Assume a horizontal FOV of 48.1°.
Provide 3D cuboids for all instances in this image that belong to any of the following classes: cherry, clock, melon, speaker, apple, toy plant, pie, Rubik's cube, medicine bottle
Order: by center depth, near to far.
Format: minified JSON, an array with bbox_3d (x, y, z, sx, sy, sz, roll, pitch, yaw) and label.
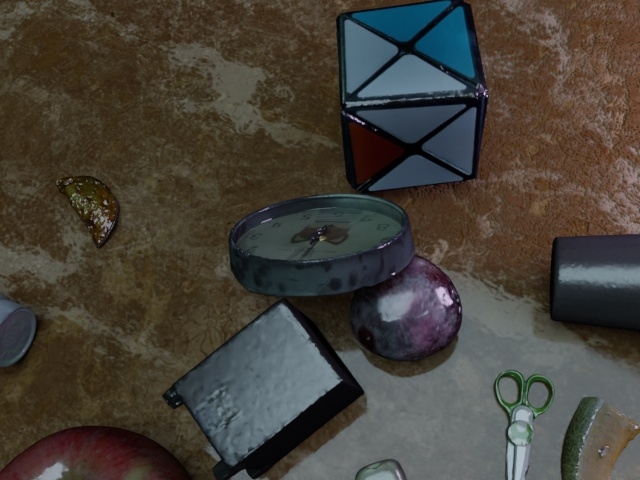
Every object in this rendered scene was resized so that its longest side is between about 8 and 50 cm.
[{"bbox_3d":[-0.361,0.469,1.164,0.345,0.269,0.344,-5,49,6],"label":"apple"},{"bbox_3d":[0.448,0.356,1.189,0.098,0.054,0.182,35,79,2],"label":"melon"},{"bbox_3d":[0.592,0.069,1.189,0.400,0.185,0.279,3,29,14],"label":"toy plant"},{"bbox_3d":[-0.088,0.253,1.202,0.254,0.232,0.184,-38,70,0],"label":"speaker"},{"bbox_3d":[0.144,0.121,1.240,0.195,0.195,0.195,-3,71,8],"label":"cherry"},{"bbox_3d":[0.000,0.000,1.246,0.325,0.325,0.067,-4,112,7],"label":"clock"},{"bbox_3d":[0.158,-0.259,1.307,0.248,0.250,0.246,-5,57,4],"label":"Rubik's cube"},{"bbox_3d":[-0.679,0.151,1.375,0.225,0.139,0.139,18,75,14],"label":"medicine bottle"},{"bbox_3d":[-0.474,-0.081,1.481,0.088,0.033,0.191,-36,70,-9],"label":"pie"}]

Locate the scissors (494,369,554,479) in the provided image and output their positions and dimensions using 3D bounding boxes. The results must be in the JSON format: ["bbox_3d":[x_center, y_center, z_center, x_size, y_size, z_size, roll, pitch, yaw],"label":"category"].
[{"bbox_3d":[0.338,0.325,1.219,0.101,0.027,0.204,8,71,13],"label":"scissors"}]

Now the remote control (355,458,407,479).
[{"bbox_3d":[0.140,0.519,1.177,0.090,0.038,0.309,-20,70,-1],"label":"remote control"}]
